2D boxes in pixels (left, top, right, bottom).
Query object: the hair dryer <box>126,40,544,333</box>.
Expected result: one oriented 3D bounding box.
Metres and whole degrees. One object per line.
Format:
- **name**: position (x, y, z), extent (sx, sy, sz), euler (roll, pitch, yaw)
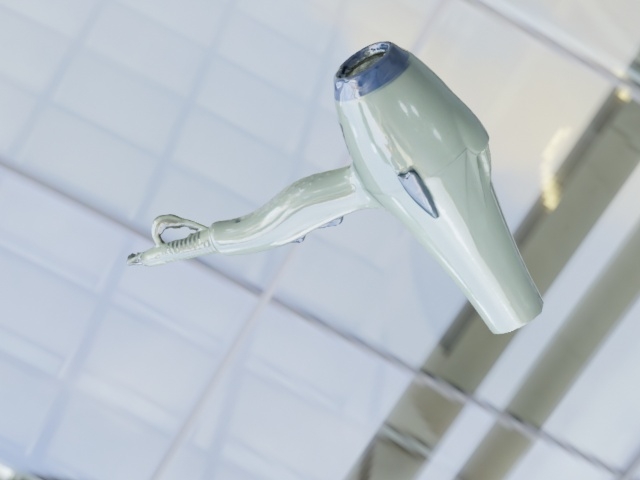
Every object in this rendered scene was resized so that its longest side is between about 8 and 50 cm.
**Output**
- **hair dryer**: position (0.019, 0.009, 0.902), extent (0.167, 0.199, 0.067), euler (45, -154, -15)
